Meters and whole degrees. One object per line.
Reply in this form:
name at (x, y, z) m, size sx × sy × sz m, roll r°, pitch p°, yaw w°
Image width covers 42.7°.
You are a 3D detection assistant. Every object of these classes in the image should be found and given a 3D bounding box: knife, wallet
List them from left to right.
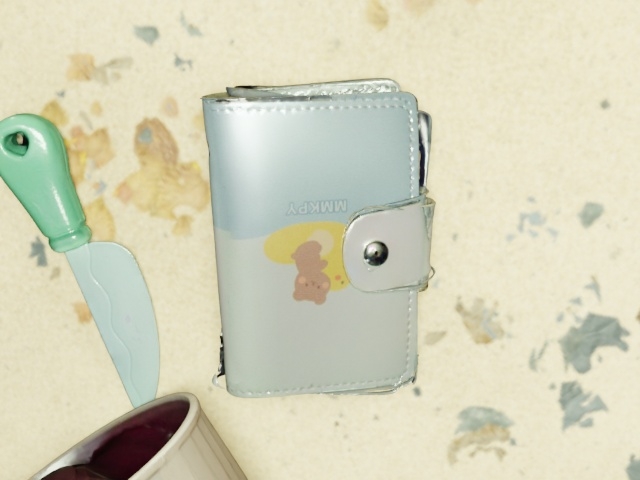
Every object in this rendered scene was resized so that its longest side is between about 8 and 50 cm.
knife at (-0.179, 0.018, 0.654) m, size 0.063 × 0.034 × 0.260 m, roll -24°, pitch 103°, yaw 5°
wallet at (0.000, 0.000, 0.602) m, size 0.170 × 0.069 × 0.231 m, roll -4°, pitch 105°, yaw -10°

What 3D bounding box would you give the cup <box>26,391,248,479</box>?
cup at (-0.142, 0.290, 0.607) m, size 0.288 × 0.208 × 0.273 m, roll -31°, pitch 98°, yaw 12°
